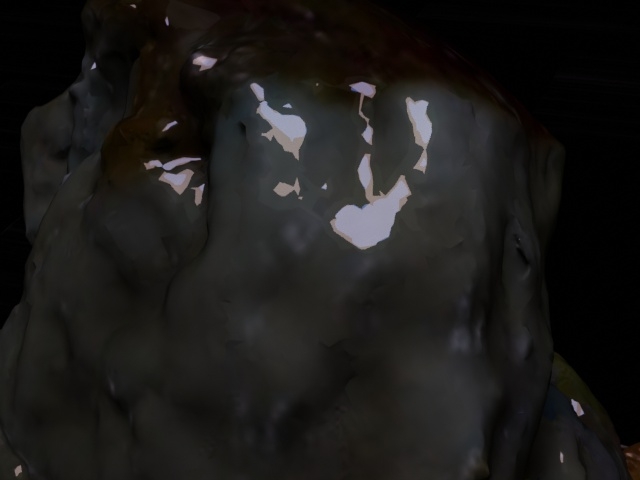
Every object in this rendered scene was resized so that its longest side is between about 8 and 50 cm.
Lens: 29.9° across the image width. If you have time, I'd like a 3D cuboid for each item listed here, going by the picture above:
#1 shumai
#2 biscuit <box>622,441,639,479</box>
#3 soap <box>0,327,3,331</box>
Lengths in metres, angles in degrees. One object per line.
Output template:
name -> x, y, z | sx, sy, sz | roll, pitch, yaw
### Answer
shumai -> -0.035, 0.052, 0.405 | 0.304, 0.263, 0.309 | -32, 37, -29
biscuit -> 0.241, 0.174, 0.677 | 0.187, 0.027, 0.188 | -4, 31, 3
soap -> -0.262, 0.127, 0.698 | 0.252, 0.037, 0.092 | -34, 5, 18
